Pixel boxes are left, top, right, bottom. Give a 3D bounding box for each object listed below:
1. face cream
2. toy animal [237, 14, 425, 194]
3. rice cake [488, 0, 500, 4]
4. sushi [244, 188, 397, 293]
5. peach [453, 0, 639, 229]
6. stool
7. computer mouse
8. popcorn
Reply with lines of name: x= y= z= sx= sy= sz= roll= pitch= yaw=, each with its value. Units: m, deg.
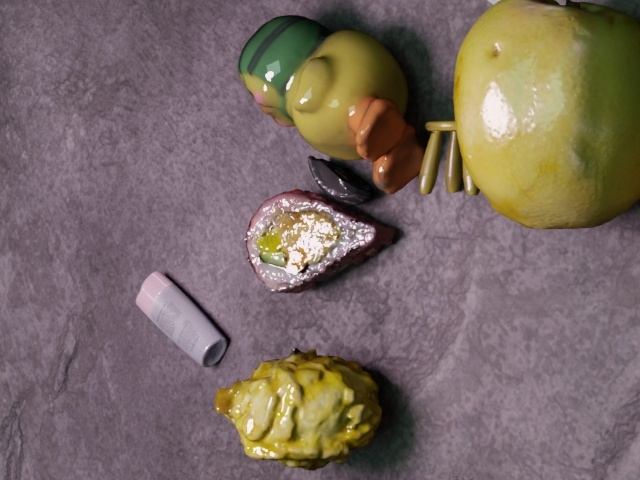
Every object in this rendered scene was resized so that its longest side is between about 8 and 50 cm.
face cream: x=-0.249 y=0.142 z=2.257 sx=0.198 sy=0.057 sz=0.084 roll=42 pitch=113 yaw=30
toy animal: x=0.023 y=-0.237 z=1.971 sx=0.338 sy=0.216 sz=0.191 roll=36 pitch=84 yaw=34
rice cake: x=0.256 y=-0.381 z=1.886 sx=0.180 sy=0.030 sz=0.042 roll=46 pitch=121 yaw=26
sushi: x=-0.010 y=-0.016 z=2.045 sx=0.241 sy=0.107 sz=0.161 roll=-31 pitch=74 yaw=25
peach: x=0.323 y=-0.172 z=1.688 sx=0.282 sy=0.314 sz=0.315 roll=-1 pitch=95 yaw=16
stool: x=0.211 y=-0.123 z=1.878 sx=0.135 sy=0.134 sz=0.110 roll=-150 pitch=58 yaw=-80
computer mouse: x=0.027 y=-0.092 z=2.033 sx=0.135 sy=0.079 sz=0.047 roll=42 pitch=110 yaw=33
popcorn: x=-0.034 y=0.255 z=1.988 sx=0.266 sy=0.233 sz=0.192 roll=1 pitch=101 yaw=14
